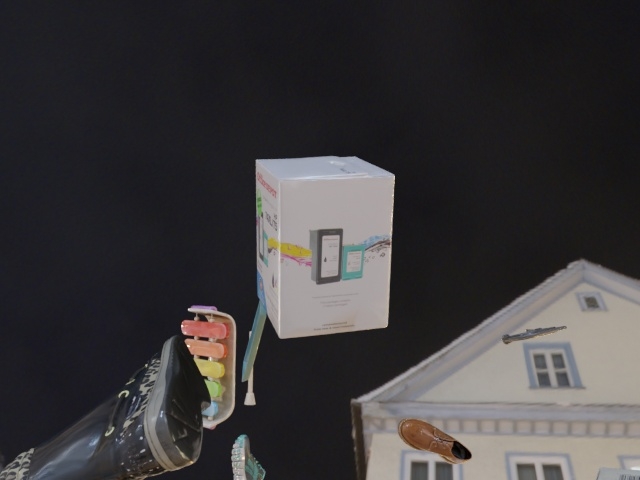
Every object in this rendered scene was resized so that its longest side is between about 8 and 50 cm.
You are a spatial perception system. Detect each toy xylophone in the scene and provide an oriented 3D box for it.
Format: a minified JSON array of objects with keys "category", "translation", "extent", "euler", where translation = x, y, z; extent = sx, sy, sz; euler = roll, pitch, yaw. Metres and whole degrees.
[{"category":"toy xylophone","translation":[-0.272,0.326,1.620],"extent":[0.236,0.081,0.323],"euler":[-14,-102,44]}]

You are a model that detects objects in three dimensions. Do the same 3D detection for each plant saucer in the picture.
[{"category":"plant saucer","translation":[-0.141,0.213,1.322],"extent":[0.018,0.067,0.192],"euler":[11,-60,-10]}]

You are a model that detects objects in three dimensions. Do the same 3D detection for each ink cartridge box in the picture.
[{"category":"ink cartridge box","translation":[0.000,0.000,1.083],"extent":[0.197,0.198,0.270],"euler":[-4,-73,-16]}]

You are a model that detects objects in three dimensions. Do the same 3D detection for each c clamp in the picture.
[{"category":"c clamp","translation":[0.460,0.207,1.349],"extent":[0.137,0.160,0.022],"euler":[-22,-105,53]}]

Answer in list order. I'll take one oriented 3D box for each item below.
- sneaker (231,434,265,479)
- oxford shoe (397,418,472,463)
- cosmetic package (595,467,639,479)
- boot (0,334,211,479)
[{"category":"sneaker","translation":[-0.171,0.555,1.495],"extent":[0.076,0.167,0.065],"euler":[0,-8,-30]},{"category":"oxford shoe","translation":[0.294,0.505,1.564],"extent":[0.212,0.076,0.076],"euler":[27,-26,-15]},{"category":"cosmetic package","translation":[0.653,0.628,1.230],"extent":[0.160,0.113,0.310],"euler":[-9,-88,32]},{"category":"boot","translation":[-0.206,0.184,0.615],"extent":[0.178,0.236,0.085],"euler":[-27,-79,-3]}]
